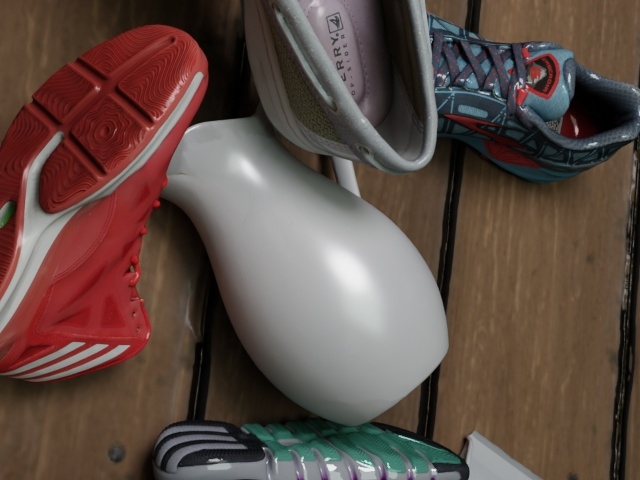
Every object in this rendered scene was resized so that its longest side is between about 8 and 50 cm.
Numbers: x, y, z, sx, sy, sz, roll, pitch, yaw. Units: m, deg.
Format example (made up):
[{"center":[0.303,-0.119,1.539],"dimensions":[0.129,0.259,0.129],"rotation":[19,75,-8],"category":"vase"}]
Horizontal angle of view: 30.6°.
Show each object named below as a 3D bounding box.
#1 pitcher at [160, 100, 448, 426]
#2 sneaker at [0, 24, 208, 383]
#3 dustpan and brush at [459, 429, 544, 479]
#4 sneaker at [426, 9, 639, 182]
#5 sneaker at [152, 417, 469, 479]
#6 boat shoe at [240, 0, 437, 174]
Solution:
[{"center":[0.000,0.000,0.759],"dimensions":[0.207,0.125,0.178],"rotation":[52,46,-3],"category":"pitcher"},{"center":[-0.125,-0.012,0.671],"dimensions":[0.221,0.087,0.128],"rotation":[-47,147,2],"category":"sneaker"},{"center":[0.132,0.261,0.830],"dimensions":[0.147,0.060,0.211],"rotation":[37,66,-22],"category":"dustpan and brush"},{"center":[0.125,-0.119,0.837],"dimensions":[0.261,0.125,0.104],"rotation":[12,77,-30],"category":"sneaker"},{"center":[-0.009,0.172,0.760],"dimensions":[0.223,0.083,0.098],"rotation":[7,101,-26],"category":"sneaker"},{"center":[-0.003,-0.186,0.622],"dimensions":[0.118,0.103,0.321],"rotation":[-25,119,-24],"category":"boat shoe"}]
